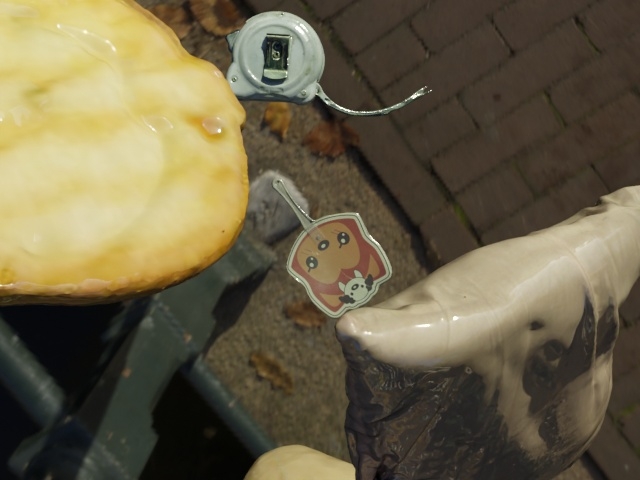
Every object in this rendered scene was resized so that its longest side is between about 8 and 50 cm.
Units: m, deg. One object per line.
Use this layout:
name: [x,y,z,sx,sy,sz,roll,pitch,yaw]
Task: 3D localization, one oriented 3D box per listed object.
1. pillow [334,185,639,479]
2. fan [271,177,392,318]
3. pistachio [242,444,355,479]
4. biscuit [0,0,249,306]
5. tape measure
pillow: [0.088,0.072,0.579,0.173,0.067,0.270,-27,149,-14]
fan: [0.000,0.000,1.643,0.132,0.009,0.220,-37,88,9]
pistachio: [0.009,0.219,0.833,0.135,0.226,0.136,-9,108,-29]
biscuit: [-0.147,-0.051,0.528,0.203,0.260,0.041,61,140,18]
tape measure: [0.012,-0.278,1.840,0.330,0.084,0.164,1,97,3]
